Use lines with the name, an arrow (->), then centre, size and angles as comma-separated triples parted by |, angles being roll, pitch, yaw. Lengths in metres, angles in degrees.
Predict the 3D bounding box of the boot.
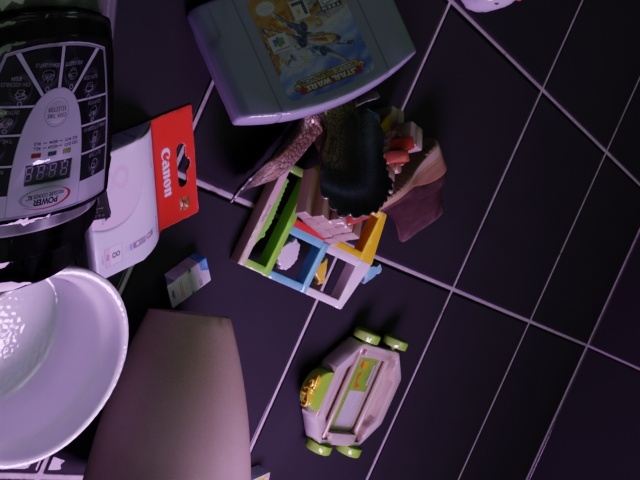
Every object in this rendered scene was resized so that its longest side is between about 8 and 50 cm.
boot -> 0.153, -0.062, 1.968 | 0.248, 0.090, 0.207 | -37, 143, -23

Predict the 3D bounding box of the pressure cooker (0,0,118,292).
pressure cooker -> -0.383, -0.128, 0.978 | 0.370, 0.375, 0.420 | 8, 110, -10

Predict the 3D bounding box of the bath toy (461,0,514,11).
bath toy -> 0.340, -0.583, 1.861 | 0.151, 0.129, 0.348 | -14, 122, -49

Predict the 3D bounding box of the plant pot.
plant pot -> -0.216, 0.245, 1.559 | 0.256, 0.256, 0.274 | 10, 86, -55

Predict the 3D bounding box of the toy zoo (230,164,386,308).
toy zoo -> 0.000, 0.000, 1.778 | 0.293, 0.030, 0.192 | 25, 90, -38

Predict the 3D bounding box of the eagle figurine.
eagle figurine -> -0.003, -0.173, 1.590 | 0.225, 0.226, 0.298 | 13, 81, -22

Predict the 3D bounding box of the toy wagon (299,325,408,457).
toy wagon -> 0.051, 0.303, 2.075 | 0.344, 0.068, 0.267 | 21, 93, -55

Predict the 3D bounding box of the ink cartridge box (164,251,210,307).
ink cartridge box -> -0.214, 0.062, 1.607 | 0.083, 0.028, 0.048 | -38, 137, -34

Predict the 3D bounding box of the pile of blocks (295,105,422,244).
pile of blocks -> 0.083, -0.144, 1.725 | 0.149, 0.113, 0.362 | 61, 39, -26

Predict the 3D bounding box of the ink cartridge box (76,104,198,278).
ink cartridge box -> -0.250, -0.071, 1.458 | 0.232, 0.066, 0.189 | -26, 130, -37

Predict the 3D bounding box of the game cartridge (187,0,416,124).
game cartridge -> -0.017, -0.284, 1.468 | 0.297, 0.198, 0.062 | -24, 174, -17

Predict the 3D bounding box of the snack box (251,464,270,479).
snack box -> -0.162, 0.493, 1.934 | 0.141, 0.037, 0.100 | -11, 120, -50

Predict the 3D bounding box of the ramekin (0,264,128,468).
ramekin -> -0.397, 0.140, 1.320 | 0.277, 0.135, 0.277 | -30, 132, -40

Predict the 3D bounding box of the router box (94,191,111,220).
router box -> -0.337, -0.065, 1.309 | 0.122, 0.038, 0.092 | -11, 126, -11
